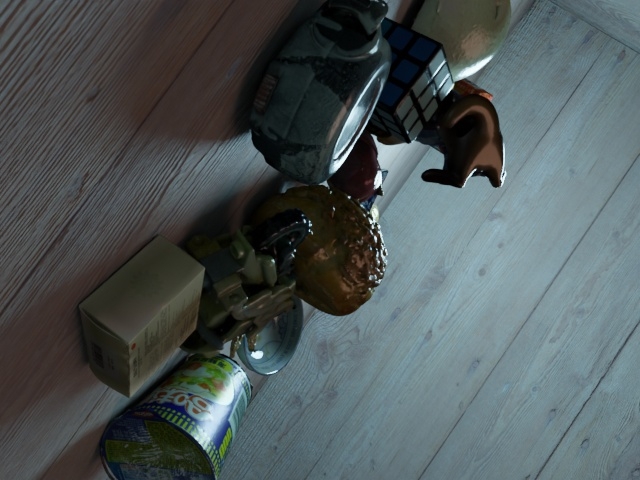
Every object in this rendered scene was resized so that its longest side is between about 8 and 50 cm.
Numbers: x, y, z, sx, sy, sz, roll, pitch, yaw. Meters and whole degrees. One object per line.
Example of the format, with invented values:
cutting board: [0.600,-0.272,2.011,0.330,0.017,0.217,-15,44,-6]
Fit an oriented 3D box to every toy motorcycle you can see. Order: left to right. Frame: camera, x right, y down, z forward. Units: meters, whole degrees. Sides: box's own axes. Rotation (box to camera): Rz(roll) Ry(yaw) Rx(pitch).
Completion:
toy motorcycle: [-0.155,0.091,1.187,0.237,0.168,0.410,-26,158,-33]

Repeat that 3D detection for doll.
doll: [0.072,-0.173,1.542,0.152,0.196,0.256,-18,177,3]
doll: [0.253,-0.248,1.427,0.209,0.340,0.318,-50,139,7]

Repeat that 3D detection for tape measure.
tape measure: [0.002,-0.226,0.978,0.274,0.147,0.256,-60,173,4]

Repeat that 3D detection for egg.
egg: [0.337,-0.501,1.520,0.337,0.201,0.337,-56,166,-21]

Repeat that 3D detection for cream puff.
cream puff: [0.000,0.000,1.381,0.231,0.327,0.343,-51,132,-16]

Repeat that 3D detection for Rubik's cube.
Rubik's cube: [0.142,-0.311,1.234,0.162,0.161,0.163,-55,155,1]

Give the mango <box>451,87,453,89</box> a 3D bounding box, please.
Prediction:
mango: [0.299,-0.454,1.725,0.099,0.136,0.227,47,54,-66]

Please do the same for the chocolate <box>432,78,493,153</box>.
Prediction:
chocolate: [0.369,-0.414,1.975,0.234,0.237,0.108,-56,161,15]

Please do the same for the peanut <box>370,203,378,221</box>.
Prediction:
peanut: [0.090,-0.014,2.302,0.313,0.149,0.149,-53,172,18]

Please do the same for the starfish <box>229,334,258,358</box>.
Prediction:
starfish: [-0.168,0.155,1.629,0.299,0.060,0.302,29,80,-75]

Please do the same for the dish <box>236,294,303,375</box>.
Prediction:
dish: [-0.178,0.234,1.804,0.273,0.134,0.273,-17,111,-55]

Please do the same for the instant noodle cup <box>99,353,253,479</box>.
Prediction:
instant noodle cup: [-0.302,0.417,1.468,0.284,0.284,0.312,-60,178,28]

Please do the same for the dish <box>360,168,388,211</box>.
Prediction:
dish: [0.120,-0.137,2.109,0.182,0.080,0.243,-25,142,-63]

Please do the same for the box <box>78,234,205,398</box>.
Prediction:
box: [-0.270,0.121,0.969,0.168,0.095,0.212,-51,170,-36]
